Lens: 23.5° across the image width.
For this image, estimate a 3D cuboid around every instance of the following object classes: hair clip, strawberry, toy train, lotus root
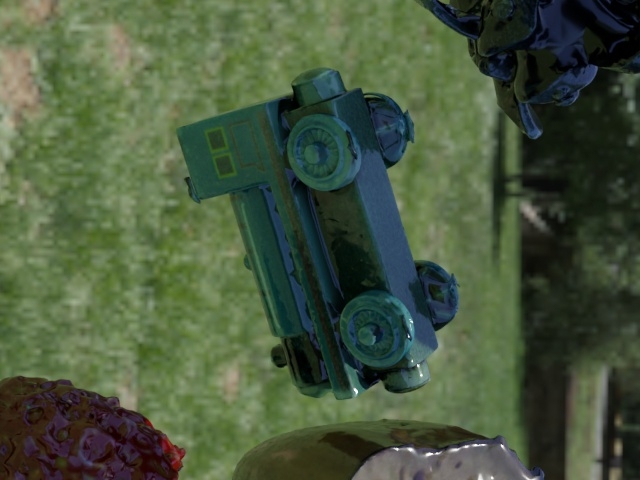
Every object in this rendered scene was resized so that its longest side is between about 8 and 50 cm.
[{"bbox_3d":[0.214,-0.231,1.462,0.194,0.206,0.310,44,11,-17],"label":"hair clip"},{"bbox_3d":[-0.235,0.209,1.274,0.178,0.234,0.234,47,23,-13],"label":"strawberry"},{"bbox_3d":[0.000,0.000,1.379,0.120,0.194,0.298,-27,103,-55],"label":"toy train"},{"bbox_3d":[0.051,0.308,1.471,0.250,0.316,0.316,9,-79,57],"label":"lotus root"}]
